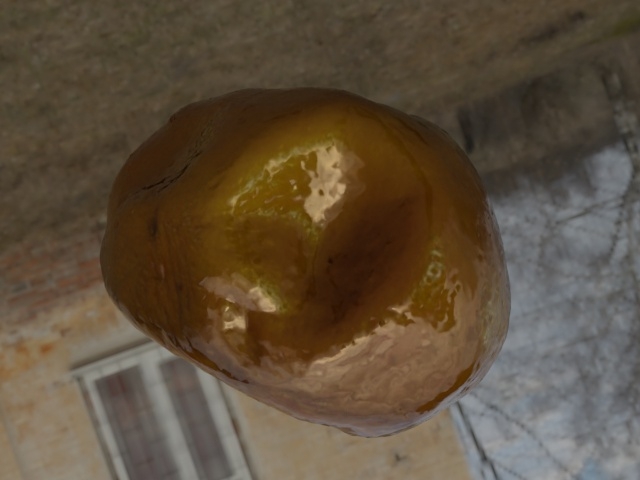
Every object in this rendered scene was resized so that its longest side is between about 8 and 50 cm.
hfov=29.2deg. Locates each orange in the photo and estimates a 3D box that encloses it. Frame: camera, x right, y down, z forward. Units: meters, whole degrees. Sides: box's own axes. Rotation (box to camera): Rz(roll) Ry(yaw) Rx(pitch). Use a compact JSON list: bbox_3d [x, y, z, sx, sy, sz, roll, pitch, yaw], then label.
[{"bbox_3d":[0.000,0.000,0.736,0.183,0.249,0.249,-64,-179,2],"label":"orange"}]
